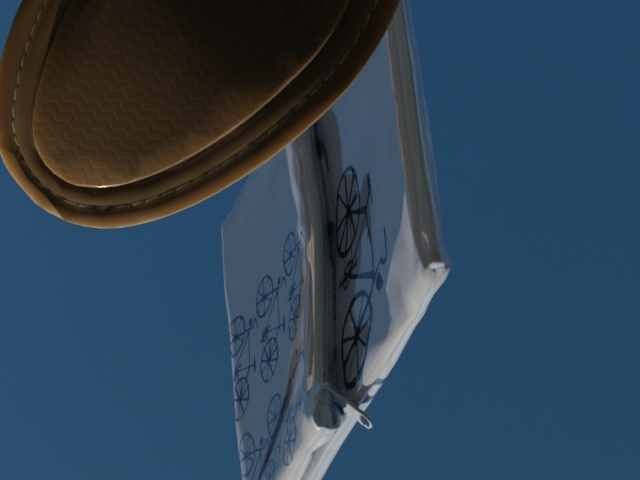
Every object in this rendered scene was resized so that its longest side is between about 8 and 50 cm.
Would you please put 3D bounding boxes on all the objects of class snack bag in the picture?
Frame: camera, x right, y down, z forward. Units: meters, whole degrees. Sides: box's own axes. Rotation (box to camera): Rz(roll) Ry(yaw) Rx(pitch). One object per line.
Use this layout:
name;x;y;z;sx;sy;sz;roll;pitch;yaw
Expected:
snack bag;0.000;0.000;1.334;0.037;0.342;0.323;10;-131;-18

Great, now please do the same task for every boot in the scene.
boot;-0.006;-0.138;0.734;0.109;0.220;0.283;32;-78;-4
